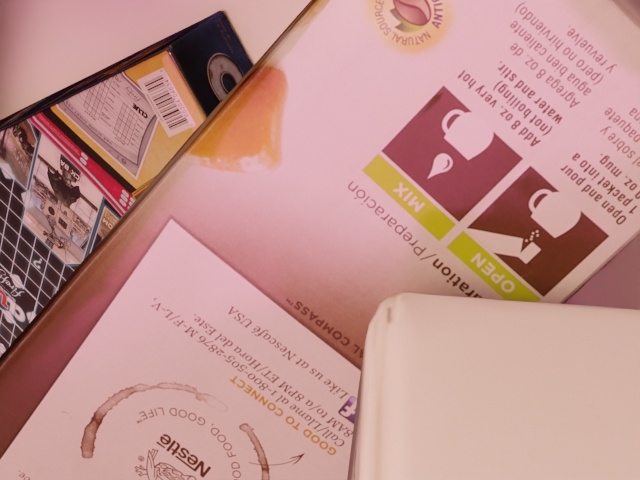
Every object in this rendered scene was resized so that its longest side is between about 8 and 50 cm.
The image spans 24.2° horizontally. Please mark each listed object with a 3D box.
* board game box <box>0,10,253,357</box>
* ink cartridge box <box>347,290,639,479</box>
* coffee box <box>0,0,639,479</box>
[{"bbox_3d":[-0.049,0.050,0.599,0.165,0.042,0.243,-19,106,35],"label":"board game box"},{"bbox_3d":[0.135,0.210,0.418,0.279,0.160,0.385,3,134,-1],"label":"ink cartridge box"},{"bbox_3d":[0.000,0.000,0.445,0.098,0.141,0.246,41,114,-5],"label":"coffee box"}]
